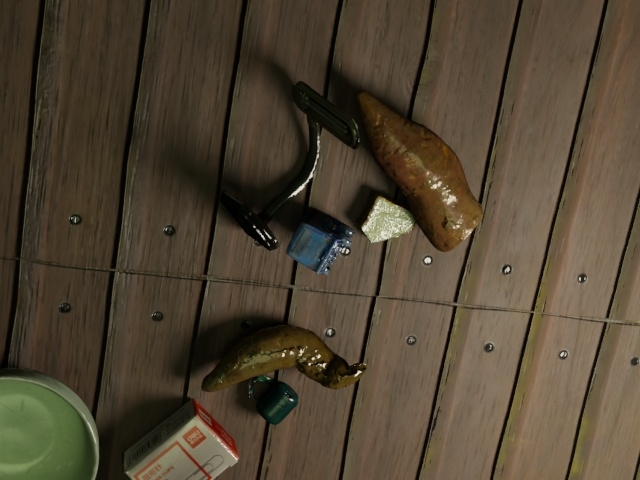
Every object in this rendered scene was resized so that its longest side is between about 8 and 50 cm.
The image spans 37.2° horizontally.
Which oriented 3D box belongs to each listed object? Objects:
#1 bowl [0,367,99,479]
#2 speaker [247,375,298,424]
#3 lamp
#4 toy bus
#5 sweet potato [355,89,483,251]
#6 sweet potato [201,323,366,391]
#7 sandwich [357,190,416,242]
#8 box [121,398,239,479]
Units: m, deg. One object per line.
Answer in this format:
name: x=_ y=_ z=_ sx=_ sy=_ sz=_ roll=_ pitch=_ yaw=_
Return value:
bowl: x=-0.549 y=0.357 z=1.688 sx=0.307 sy=0.163 sz=0.307 roll=-3 pitch=106 yaw=-10
speaker: x=-0.095 y=0.301 z=1.833 sx=0.075 sy=0.060 sz=0.094 roll=-46 pitch=74 yaw=3
lamp: x=-0.037 y=-0.111 z=1.655 sx=0.124 sy=0.203 sz=0.283 roll=33 pitch=93 yaw=-37
toy bus: x=0.000 y=-0.003 z=1.671 sx=0.094 sy=0.236 sz=0.079 roll=36 pitch=99 yaw=-1
sweet potato: x=0.177 y=-0.144 z=1.724 sx=0.131 sy=0.131 sz=0.336 roll=-35 pitch=109 yaw=-1
sweet potato: x=-0.068 y=0.220 z=1.785 sx=0.310 sy=0.098 sz=0.124 roll=0 pitch=81 yaw=-7
sandwich: x=0.126 y=-0.034 z=1.789 sx=0.105 sy=0.036 sz=0.093 roll=20 pitch=99 yaw=-18
box: x=-0.265 y=0.411 z=1.797 sx=0.182 sy=0.099 sz=0.133 roll=-38 pitch=108 yaw=0
